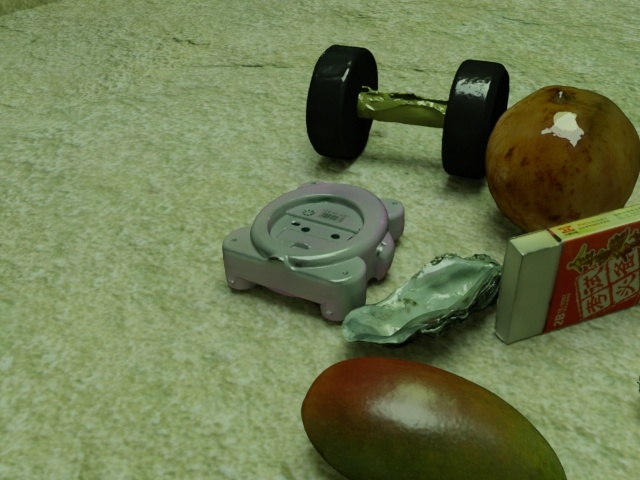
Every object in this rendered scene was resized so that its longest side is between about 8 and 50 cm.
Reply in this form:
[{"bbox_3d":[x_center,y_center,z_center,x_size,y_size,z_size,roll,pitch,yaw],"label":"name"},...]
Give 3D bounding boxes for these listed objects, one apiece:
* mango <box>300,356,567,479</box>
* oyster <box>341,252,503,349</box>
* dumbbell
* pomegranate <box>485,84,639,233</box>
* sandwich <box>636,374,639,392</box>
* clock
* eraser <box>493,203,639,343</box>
[{"bbox_3d":[0.118,0.206,0.787,0.289,0.129,0.146,14,36,10],"label":"mango"},{"bbox_3d":[0.150,0.079,0.992,0.199,0.087,0.252,-9,12,28],"label":"oyster"},{"bbox_3d":[0.155,-0.229,1.328,0.322,0.204,0.204,11,38,20],"label":"dumbbell"},{"bbox_3d":[0.369,-0.115,1.141,0.248,0.248,0.248,-2,35,2],"label":"pomegranate"},{"bbox_3d":[0.477,0.164,0.796,0.235,0.128,0.122,-30,35,44],"label":"sandwich"},{"bbox_3d":[0.000,0.000,1.118,0.227,0.090,0.248,16,38,25],"label":"clock"},{"bbox_3d":[0.340,0.040,0.968,0.230,0.157,0.038,-14,40,-15],"label":"eraser"}]
